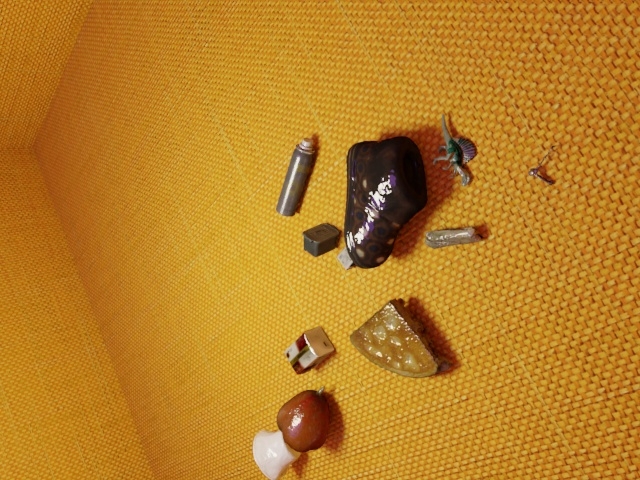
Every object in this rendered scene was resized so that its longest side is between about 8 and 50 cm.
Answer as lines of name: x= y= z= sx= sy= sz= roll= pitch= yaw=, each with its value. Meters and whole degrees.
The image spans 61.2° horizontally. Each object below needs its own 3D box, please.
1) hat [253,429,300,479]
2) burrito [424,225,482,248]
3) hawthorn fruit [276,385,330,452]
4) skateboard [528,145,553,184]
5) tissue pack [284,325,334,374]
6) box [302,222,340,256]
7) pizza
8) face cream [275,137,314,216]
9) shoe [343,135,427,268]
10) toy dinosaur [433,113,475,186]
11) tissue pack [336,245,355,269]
hat: x=-0.154 y=0.805 z=2.091 sx=0.126 sy=0.203 sz=0.203 roll=-39 pitch=70 yaw=21
burrito: x=0.364 y=-0.009 z=1.505 sx=0.171 sy=0.042 sz=0.051 roll=-5 pitch=125 yaw=49
hawthorn fruit: x=-0.044 y=0.624 z=1.936 sx=0.199 sy=0.199 sz=0.251 roll=37 pitch=108 yaw=32
skateboard: x=0.552 y=-0.182 z=1.307 sx=0.064 sy=0.032 sz=0.083 roll=37 pitch=124 yaw=21
tissue pack: x=-0.043 y=0.395 z=1.934 sx=0.106 sy=0.099 sz=0.149 roll=56 pitch=131 yaw=20
box: x=0.000 y=0.000 z=1.807 sx=0.084 sy=0.122 sz=0.069 roll=32 pitch=131 yaw=36
pizza: x=0.235 y=0.337 z=1.672 sx=0.258 sy=0.087 sz=0.268 roll=56 pitch=131 yaw=15
face cream: x=-0.084 y=-0.218 z=1.868 sx=0.073 sy=0.073 sz=0.284 roll=38 pitch=122 yaw=32
shoe: x=0.194 y=-0.104 z=1.560 sx=0.237 sy=0.171 sz=0.384 roll=3 pitch=93 yaw=47
toy dinosaur: x=0.368 y=-0.245 z=1.463 sx=0.106 sy=0.044 sz=0.187 roll=11 pitch=93 yaw=28
tissue pack: x=0.100 y=0.048 z=1.769 sx=0.062 sy=0.042 sz=0.083 roll=55 pitch=130 yaw=23
